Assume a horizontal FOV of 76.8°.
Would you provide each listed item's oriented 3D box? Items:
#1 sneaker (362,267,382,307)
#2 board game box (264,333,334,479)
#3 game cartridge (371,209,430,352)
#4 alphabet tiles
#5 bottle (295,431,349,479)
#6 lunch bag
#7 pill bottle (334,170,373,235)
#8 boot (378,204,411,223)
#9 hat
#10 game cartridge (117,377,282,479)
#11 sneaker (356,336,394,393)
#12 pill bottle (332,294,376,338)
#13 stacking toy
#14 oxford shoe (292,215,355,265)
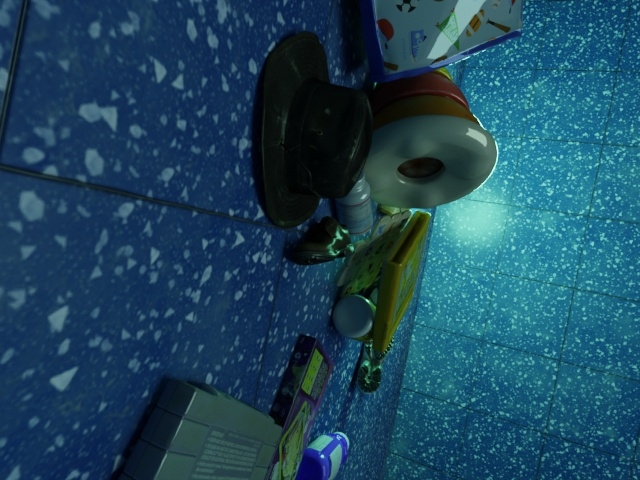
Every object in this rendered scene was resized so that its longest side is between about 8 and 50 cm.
[{"bbox_3d":[0.191,0.102,1.357,0.121,0.110,0.300,-65,163,-59],"label":"sneaker"},{"bbox_3d":[-0.062,0.410,0.913,0.347,0.056,0.208,-68,152,-27],"label":"board game box"},{"bbox_3d":[0.227,0.117,1.135,0.285,0.052,0.324,-47,145,-47],"label":"game cartridge"},{"bbox_3d":[0.149,0.037,1.126,0.284,0.021,0.278,-17,138,-48],"label":"alphabet tiles"},{"bbox_3d":[0.013,0.615,1.142,0.282,0.092,0.118,23,79,-69],"label":"bottle"},{"bbox_3d":[0.227,-0.547,0.842,0.385,0.238,0.328,-32,126,-22],"label":"lunch bag"},{"bbox_3d":[0.077,-0.092,0.953,0.160,0.087,0.087,77,31,-46],"label":"pill bottle"},{"bbox_3d":[0.309,-0.172,1.441,0.261,0.095,0.204,3,115,-63],"label":"boot"},{"bbox_3d":[0.016,-0.173,0.695,0.331,0.133,0.332,12,90,-68],"label":"hat"},{"bbox_3d":[-0.168,0.350,0.593,0.355,0.068,0.231,67,35,-55],"label":"game cartridge"},{"bbox_3d":[0.198,0.458,1.569,0.122,0.109,0.283,102,14,-58],"label":"sneaker"},{"bbox_3d":[0.116,0.233,1.178,0.215,0.117,0.118,45,59,-65],"label":"pill bottle"},{"bbox_3d":[0.250,-0.355,1.062,0.351,0.349,0.481,59,31,-61],"label":"stacking toy"},{"bbox_3d":[0.000,0.000,0.842,0.227,0.082,0.096,-15,95,-67],"label":"oxford shoe"}]
